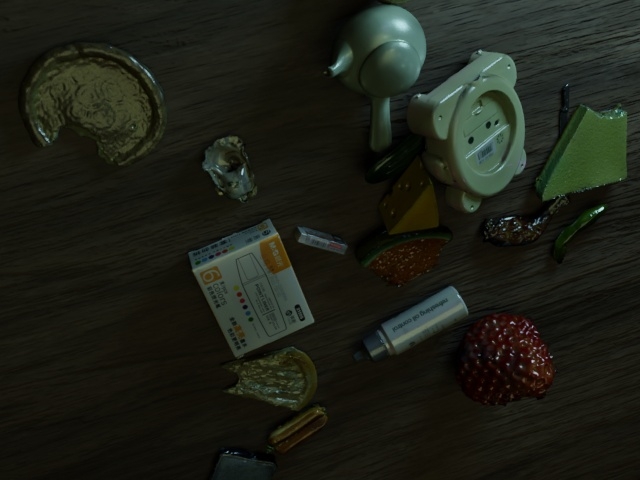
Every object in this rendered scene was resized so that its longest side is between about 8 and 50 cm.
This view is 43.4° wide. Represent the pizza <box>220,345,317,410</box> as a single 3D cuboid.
[{"bbox_3d":[-0.127,0.344,2.025,0.262,0.034,0.181,10,111,-19],"label":"pizza"}]

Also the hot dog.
[{"bbox_3d":[-0.063,0.494,2.097,0.188,0.055,0.072,-32,115,0],"label":"hot dog"}]

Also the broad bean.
[{"bbox_3d":[0.659,-0.025,2.078,0.061,0.046,0.195,22,111,-35],"label":"broad bean"}]

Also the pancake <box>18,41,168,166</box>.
[{"bbox_3d":[-0.468,-0.270,1.659,0.286,0.033,0.288,-33,118,-1],"label":"pancake"}]

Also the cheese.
[{"bbox_3d":[0.218,-0.107,1.852,0.126,0.093,0.171,-7,145,-13],"label":"cheese"}]

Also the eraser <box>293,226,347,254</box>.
[{"bbox_3d":[0.000,0.000,1.899,0.122,0.052,0.029,16,106,-21],"label":"eraser"}]

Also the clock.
[{"bbox_3d":[0.347,-0.240,1.819,0.284,0.114,0.309,-38,126,-24],"label":"clock"}]

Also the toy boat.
[{"bbox_3d":[0.186,-0.197,1.835,0.210,0.052,0.104,-39,159,-10],"label":"toy boat"}]

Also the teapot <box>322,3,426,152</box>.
[{"bbox_3d":[0.144,-0.354,1.734,0.220,0.149,0.318,-26,143,12],"label":"teapot"}]

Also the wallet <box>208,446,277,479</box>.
[{"bbox_3d":[-0.222,0.651,2.134,0.167,0.036,0.222,14,110,-22],"label":"wallet"}]

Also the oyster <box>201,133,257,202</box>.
[{"bbox_3d":[-0.200,-0.146,1.778,0.108,0.053,0.165,-31,112,-22],"label":"oyster"}]

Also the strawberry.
[{"bbox_3d":[0.442,0.312,2.046,0.150,0.280,0.253,28,112,-22],"label":"strawberry"}]

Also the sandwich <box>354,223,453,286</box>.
[{"bbox_3d":[0.206,0.019,1.958,0.235,0.079,0.159,-29,128,2],"label":"sandwich"}]

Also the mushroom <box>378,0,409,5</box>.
[{"bbox_3d":[0.143,-0.550,1.642,0.122,0.154,0.154,-37,118,8],"label":"mushroom"}]

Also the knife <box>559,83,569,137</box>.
[{"bbox_3d":[0.594,-0.298,1.959,0.023,0.010,0.170,-12,117,-11],"label":"knife"}]

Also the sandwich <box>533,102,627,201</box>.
[{"bbox_3d":[0.634,-0.227,1.972,0.245,0.063,0.212,-15,114,-14],"label":"sandwich"}]

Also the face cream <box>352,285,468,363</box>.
[{"bbox_3d":[0.220,0.226,2.041,0.311,0.092,0.092,-29,118,-1],"label":"face cream"}]

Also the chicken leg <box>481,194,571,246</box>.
[{"bbox_3d":[0.522,-0.046,2.031,0.253,0.051,0.106,-24,112,-8],"label":"chicken leg"}]

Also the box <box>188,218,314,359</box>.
[{"bbox_3d":[-0.161,0.113,1.881,0.221,0.091,0.274,-26,118,-4],"label":"box"}]
